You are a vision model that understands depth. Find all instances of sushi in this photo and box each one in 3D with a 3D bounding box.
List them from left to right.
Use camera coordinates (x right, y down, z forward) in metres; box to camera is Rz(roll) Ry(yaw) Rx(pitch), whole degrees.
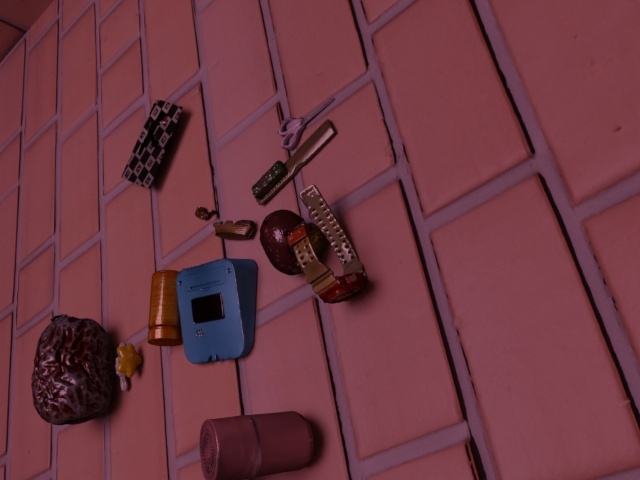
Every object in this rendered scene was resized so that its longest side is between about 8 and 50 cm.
[{"bbox_3d":[-0.516,-0.301,2.193,0.193,0.043,0.279,22,90,45],"label":"sushi"}]

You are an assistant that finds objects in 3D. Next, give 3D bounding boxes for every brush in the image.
[{"bbox_3d":[-0.074,-0.197,1.740,0.282,0.048,0.054,-41,50,22],"label":"brush"}]

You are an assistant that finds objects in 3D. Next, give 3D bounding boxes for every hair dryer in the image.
[{"bbox_3d":[-0.170,0.495,1.502,0.352,0.211,0.125,-63,37,42],"label":"hair dryer"}]

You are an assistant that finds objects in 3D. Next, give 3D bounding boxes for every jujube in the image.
[{"bbox_3d":[-0.713,0.374,2.003,0.226,0.226,0.316,-33,57,30],"label":"jujube"}]

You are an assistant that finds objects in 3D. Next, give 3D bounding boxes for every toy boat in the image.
[{"bbox_3d":[-0.229,-0.031,1.820,0.149,0.047,0.048,2,62,41],"label":"toy boat"}]

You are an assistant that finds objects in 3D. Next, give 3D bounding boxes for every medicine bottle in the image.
[{"bbox_3d":[-0.412,0.182,1.876,0.096,0.096,0.191,-18,63,38],"label":"medicine bottle"}]

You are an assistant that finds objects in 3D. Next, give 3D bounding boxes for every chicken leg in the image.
[{"bbox_3d":[-0.324,-0.074,1.943,0.083,0.021,0.036,14,75,44],"label":"chicken leg"}]

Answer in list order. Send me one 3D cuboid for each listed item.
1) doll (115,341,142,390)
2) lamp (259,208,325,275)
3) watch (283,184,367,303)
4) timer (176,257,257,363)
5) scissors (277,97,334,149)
[{"bbox_3d":[-0.554,0.345,1.981,0.113,0.072,0.135,-63,35,31],"label":"doll"},{"bbox_3d":[-0.064,0.000,1.597,0.135,0.156,0.157,-27,83,-14],"label":"lamp"},{"bbox_3d":[0.001,0.007,1.486,0.102,0.165,0.268,-36,80,28],"label":"watch"},{"bbox_3d":[-0.257,0.181,1.766,0.232,0.091,0.249,-14,77,39],"label":"timer"},{"bbox_3d":[-0.036,-0.306,1.766,0.189,0.015,0.100,-34,51,28],"label":"scissors"}]
